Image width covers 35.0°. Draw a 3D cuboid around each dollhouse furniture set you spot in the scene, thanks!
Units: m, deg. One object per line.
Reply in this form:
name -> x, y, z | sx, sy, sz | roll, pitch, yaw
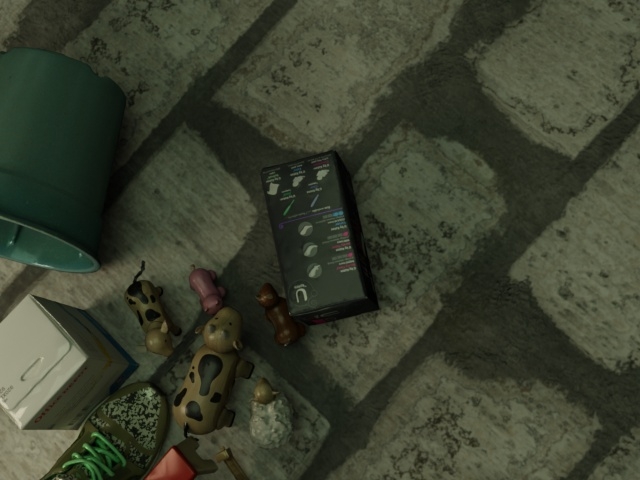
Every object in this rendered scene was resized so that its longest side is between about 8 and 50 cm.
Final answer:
dollhouse furniture set -> -0.296, 0.538, 1.710 | 0.201, 0.152, 0.374 | 46, 110, 17

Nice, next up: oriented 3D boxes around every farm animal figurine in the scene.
farm animal figurine -> -0.203, 0.196, 1.802 | 0.330, 0.172, 0.327 | 2, 80, 12

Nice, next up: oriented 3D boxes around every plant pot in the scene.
plant pot -> -0.527, -0.152, 1.875 | 0.341, 0.341, 0.334 | 9, 74, 13

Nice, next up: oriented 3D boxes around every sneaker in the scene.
sneaker -> -0.405, 0.415, 1.761 | 0.158, 0.182, 0.410 | 40, 70, -1

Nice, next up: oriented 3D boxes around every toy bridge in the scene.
toy bridge -> -0.132, 0.449, 1.793 | 0.026, 0.063, 0.188 | -27, 83, 6

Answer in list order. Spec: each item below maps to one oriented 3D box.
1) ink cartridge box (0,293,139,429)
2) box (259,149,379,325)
ink cartridge box -> -0.477, 0.223, 1.823 | 0.168, 0.232, 0.171 | 43, 89, 16
box -> 0.000, 0.000, 1.802 | 0.143, 0.165, 0.270 | -14, 76, 8
